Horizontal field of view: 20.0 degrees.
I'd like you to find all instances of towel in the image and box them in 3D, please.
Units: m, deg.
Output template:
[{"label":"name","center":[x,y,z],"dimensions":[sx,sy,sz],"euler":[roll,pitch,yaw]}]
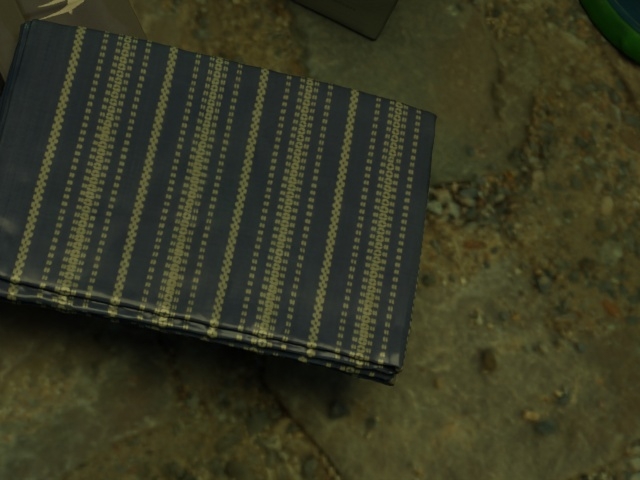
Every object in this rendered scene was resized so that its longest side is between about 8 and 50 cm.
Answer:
[{"label":"towel","center":[-0.087,-0.032,1.360],"dimensions":[0.336,0.040,0.243],"euler":[13,61,-7]}]

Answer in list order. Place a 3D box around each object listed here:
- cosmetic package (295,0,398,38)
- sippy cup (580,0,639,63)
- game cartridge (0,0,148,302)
[{"label":"cosmetic package","center":[-0.002,-0.312,1.477],"dimensions":[0.224,0.224,0.138],"euler":[25,61,-2]},{"label":"sippy cup","center":[0.361,-0.287,1.569],"dimensions":[0.305,0.224,0.240],"euler":[-25,74,-24]},{"label":"game cartridge","center":[-0.246,-0.134,1.421],"dimensions":[0.230,0.068,0.355],"euler":[-18,72,-27]}]
